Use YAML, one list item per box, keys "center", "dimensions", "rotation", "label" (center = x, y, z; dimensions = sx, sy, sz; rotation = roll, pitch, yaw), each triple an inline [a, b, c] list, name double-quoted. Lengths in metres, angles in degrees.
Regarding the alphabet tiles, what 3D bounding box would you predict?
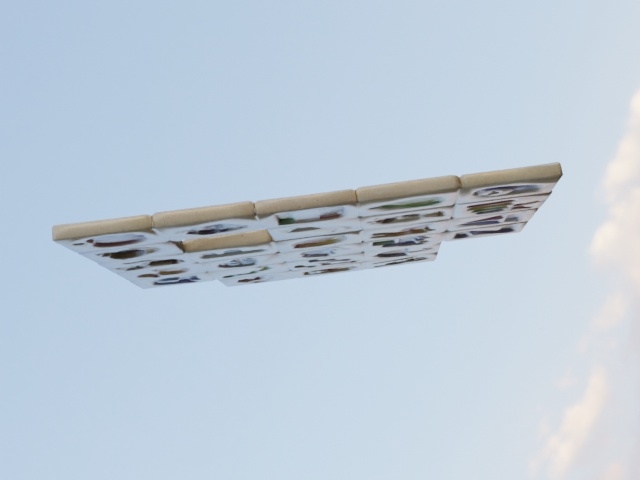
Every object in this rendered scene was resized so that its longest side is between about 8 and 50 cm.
- center: [0.000, 0.000, 0.628]
  dimensions: [0.237, 0.198, 0.009]
  rotation: [70, -167, -82]
  label: "alphabet tiles"
